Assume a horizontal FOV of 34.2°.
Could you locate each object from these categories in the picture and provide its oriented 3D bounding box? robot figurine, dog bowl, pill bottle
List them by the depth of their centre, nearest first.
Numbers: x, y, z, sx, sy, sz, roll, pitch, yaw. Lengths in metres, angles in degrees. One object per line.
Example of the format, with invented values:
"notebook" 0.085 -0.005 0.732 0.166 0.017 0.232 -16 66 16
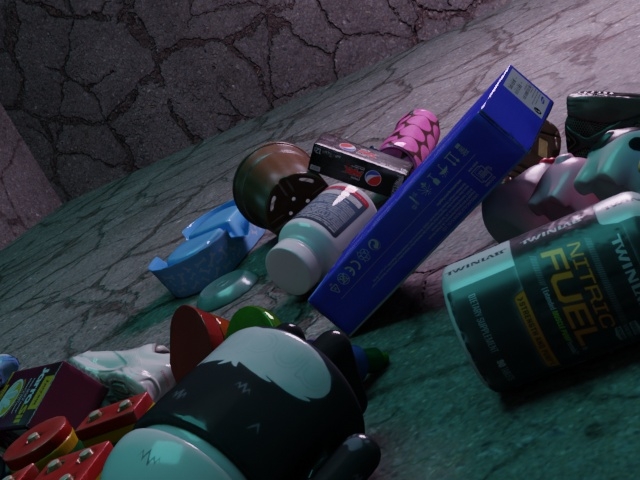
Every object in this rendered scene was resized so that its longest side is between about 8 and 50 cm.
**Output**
"robot figurine" -0.069 0.191 0.939 0.278 0.173 0.209 -42 -3 -41
"pill bottle" 0.246 0.037 0.948 0.245 0.130 0.130 -24 15 16
"pill bottle" 0.000 0.000 1.556 0.108 0.108 0.180 -14 20 43
"dog bowl" -0.203 0.011 1.953 0.166 0.074 0.297 -21 16 27

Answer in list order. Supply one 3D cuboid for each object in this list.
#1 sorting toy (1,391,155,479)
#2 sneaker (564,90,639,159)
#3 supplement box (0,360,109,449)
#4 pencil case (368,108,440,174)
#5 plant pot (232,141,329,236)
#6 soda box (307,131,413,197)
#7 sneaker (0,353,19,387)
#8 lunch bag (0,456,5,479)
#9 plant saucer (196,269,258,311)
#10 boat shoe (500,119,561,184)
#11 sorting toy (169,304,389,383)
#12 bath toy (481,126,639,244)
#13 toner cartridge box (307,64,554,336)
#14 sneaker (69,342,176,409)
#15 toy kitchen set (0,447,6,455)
"sorting toy" -0.301 0.282 1.202 0.255 0.089 0.257 -22 17 24
"sneaker" 0.410 -0.111 1.261 0.227 0.130 0.087 3 17 8
"supplement box" -0.386 0.237 1.441 0.188 0.081 0.104 -17 41 51
"pencil case" 0.150 -0.166 1.880 0.098 0.095 0.209 -38 6 31
"plant pot" -0.058 -0.077 1.844 0.167 0.167 0.165 -30 23 -6
"soda box" 0.068 -0.126 1.768 0.169 0.053 0.060 20 30 8
"sneaker" -0.606 0.271 1.881 0.073 0.063 0.162 14 47 43
"lunch bag" -0.487 0.328 1.437 0.098 0.065 0.067 -27 30 2
"plant saucer" -0.161 0.080 1.748 0.119 0.021 0.119 -27 15 8
"boat shoe" 0.271 -0.077 1.408 0.095 0.095 0.257 -60 -3 35
"sorting toy" -0.048 0.138 1.269 0.126 0.127 0.365 -3 0 -37
"bath toy" 0.315 -0.056 1.125 0.129 0.151 0.348 -51 14 -21
"toner cartridge box" 0.130 -0.044 1.264 0.348 0.075 0.165 -49 0 35
"sneaker" -0.270 0.191 1.487 0.115 0.090 0.232 -31 23 -36
"toy kitchen set" -0.467 0.281 1.558 0.075 0.083 0.068 -39 -23 -35
